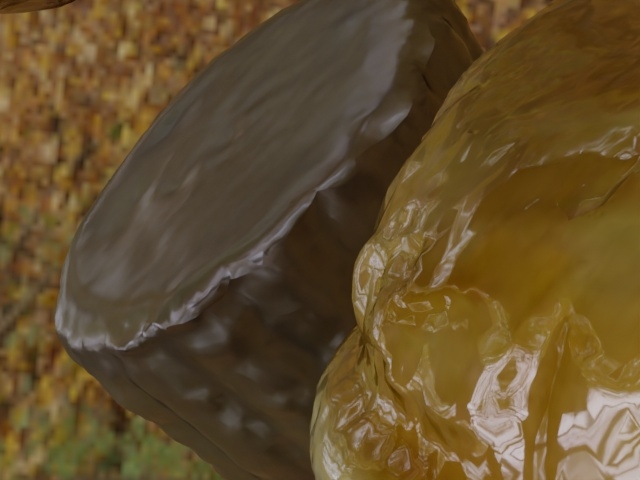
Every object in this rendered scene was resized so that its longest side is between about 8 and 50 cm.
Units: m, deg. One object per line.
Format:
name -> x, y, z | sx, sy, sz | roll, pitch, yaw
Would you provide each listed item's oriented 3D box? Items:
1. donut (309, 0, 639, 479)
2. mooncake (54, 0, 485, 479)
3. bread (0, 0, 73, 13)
donut -> 0.217, 0.010, 0.457 | 0.449, 0.449, 0.198 | -124, 22, -72
mooncake -> -0.001, -0.001, 1.153 | 0.324, 0.187, 0.324 | -37, 26, 21
bread -> -0.091, -0.137, 0.411 | 0.294, 0.132, 0.166 | -110, 22, -79
